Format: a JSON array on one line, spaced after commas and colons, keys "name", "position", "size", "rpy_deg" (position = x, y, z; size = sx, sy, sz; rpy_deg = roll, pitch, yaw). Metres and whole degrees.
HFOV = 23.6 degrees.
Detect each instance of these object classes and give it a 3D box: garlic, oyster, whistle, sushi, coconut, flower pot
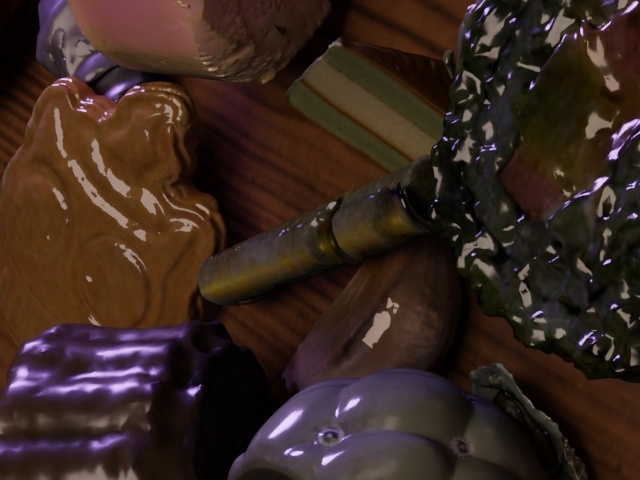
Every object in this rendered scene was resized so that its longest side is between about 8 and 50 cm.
[{"name": "garlic", "position": [0.048, 0.081, 1.239], "size": [0.195, 0.087, 0.101], "rpy_deg": [-52, 37, 27]}, {"name": "oyster", "position": [0.153, 0.137, 1.150], "size": [0.098, 0.037, 0.100], "rpy_deg": [-11, 94, 53]}, {"name": "whistle", "position": [0.000, 0.001, 1.257], "size": [0.326, 0.068, 0.057], "rpy_deg": [-24, 89, 56]}, {"name": "sushi", "position": [0.226, -0.086, 1.022], "size": [0.294, 0.178, 0.352], "rpy_deg": [39, 114, 43]}, {"name": "coconut", "position": [-0.115, -0.260, 1.355], "size": [0.245, 0.233, 0.233], "rpy_deg": [19, 97, 43]}, {"name": "flower pot", "position": [0.052, 0.210, 1.113], "size": [0.246, 0.195, 0.246], "rpy_deg": [22, 119, 45]}]

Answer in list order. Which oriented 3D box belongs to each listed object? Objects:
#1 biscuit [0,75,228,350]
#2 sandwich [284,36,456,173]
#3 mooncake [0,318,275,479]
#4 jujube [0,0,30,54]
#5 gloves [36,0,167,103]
[{"name": "biscuit", "position": [-0.208, 0.002, 1.459], "size": [0.269, 0.051, 0.376], "rpy_deg": [43, 126, 19]}, {"name": "sandwich", "position": [0.068, -0.083, 1.184], "size": [0.079, 0.163, 0.113], "rpy_deg": [-44, 58, 32]}, {"name": "mooncake", "position": [-0.141, 0.222, 1.243], "size": [0.187, 0.324, 0.324], "rpy_deg": [-5, 79, 11]}, {"name": "jujube", "position": [-0.415, -0.277, 1.668], "size": [0.342, 0.216, 0.216], "rpy_deg": [-43, 57, 24]}, {"name": "gloves", "position": [-0.213, -0.205, 1.526], "size": [0.142, 0.119, 0.285], "rpy_deg": [-30, 56, 3]}]
